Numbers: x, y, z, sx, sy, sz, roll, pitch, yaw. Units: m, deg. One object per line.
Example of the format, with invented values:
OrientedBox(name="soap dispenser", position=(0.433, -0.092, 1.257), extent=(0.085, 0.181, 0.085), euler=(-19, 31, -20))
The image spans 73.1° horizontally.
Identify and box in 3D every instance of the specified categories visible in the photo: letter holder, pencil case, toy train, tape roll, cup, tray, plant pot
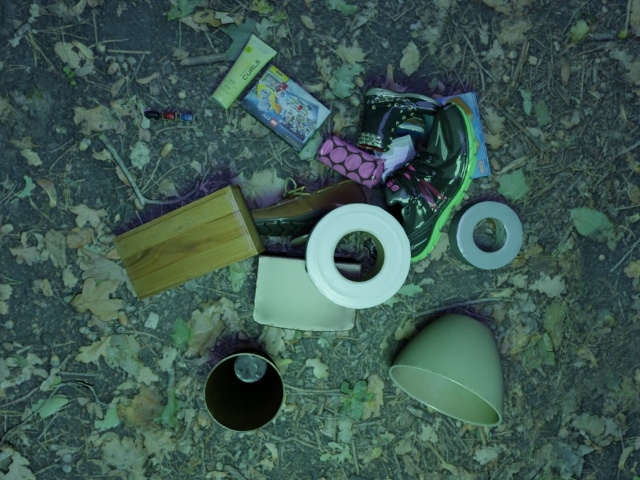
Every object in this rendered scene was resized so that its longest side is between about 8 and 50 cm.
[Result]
OrientedBox(name="letter holder", position=(-0.044, 0.153, 1.311), extent=(0.302, 0.152, 0.214), euler=(5, 93, -5))
OrientedBox(name="pencil case", position=(0.093, -0.242, 1.304), extent=(0.209, 0.095, 0.098), euler=(30, 120, 18))
OrientedBox(name="toy train", position=(-0.455, -0.378, 1.313), extent=(0.158, 0.036, 0.027), euler=(3, 92, -5))
OrientedBox(name="tape roll", position=(0.531, -0.017, 1.393), extent=(0.219, 0.072, 0.219), euler=(0, 92, -6))
OrientedBox(name="cup", position=(0.405, 0.364, 1.299), extent=(0.331, 0.331, 0.237), euler=(35, 62, -5))
OrientedBox(name="tray", position=(-0.385, 0.011, 1.249), extent=(0.411, 0.076, 0.202), euler=(-21, 93, 16))
OrientedBox(name="tape roll", position=(0.097, 0.041, 1.190), extent=(0.286, 0.100, 0.286), euler=(0, 92, -5))
OrientedBox(name="plant pot", position=(-0.211, 0.401, 1.262), extent=(0.216, 0.230, 0.215), euler=(0, 92, -4))

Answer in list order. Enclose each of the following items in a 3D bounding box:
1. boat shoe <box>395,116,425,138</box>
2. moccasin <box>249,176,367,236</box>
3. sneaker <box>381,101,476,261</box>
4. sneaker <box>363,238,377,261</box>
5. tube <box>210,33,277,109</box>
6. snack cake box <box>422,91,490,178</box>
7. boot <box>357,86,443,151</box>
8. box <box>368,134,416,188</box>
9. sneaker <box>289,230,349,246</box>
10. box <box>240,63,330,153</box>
OrientedBox(name="boat shoe", position=(0.240, -0.375, 1.366), extent=(0.183, 0.066, 0.066), euler=(17, 70, 0))
OrientedBox(name="moccasin", position=(-0.051, -0.111, 1.309), extent=(0.380, 0.139, 0.146), euler=(-16, 71, -5))
OrientedBox(name="sneaker", position=(0.290, -0.158, 1.246), extent=(0.202, 0.185, 0.482), euler=(11, 110, -17))
OrientedBox(name="sneaker", position=(0.177, 0.051, 1.383), extent=(0.057, 0.047, 0.119), euler=(-29, 90, 11))
OrientedBox(name="tube", position=(-0.241, -0.513, 1.320), extent=(0.240, 0.062, 0.070), euler=(-54, 135, -6))
OrientedBox(name="snack cake box", position=(0.423, -0.316, 1.366), extent=(0.152, 0.089, 0.264), euler=(-12, 93, -5))
OrientedBox(name="boot", position=(0.232, -0.345, 1.282), extent=(0.237, 0.085, 0.178), euler=(13, 88, 5))
OrientedBox(name="box", position=(0.235, -0.245, 1.360), extent=(0.126, 0.072, 0.137), euler=(-18, 93, -4))
OrientedBox(name="sneaker", position=(0.000, 0.000, 1.350), extent=(0.189, 0.066, 0.071), euler=(-17, 95, -3))
OrientedBox(name="box", position=(-0.108, -0.405, 1.339), extent=(0.233, 0.044, 0.159), euler=(38, 88, -5))
